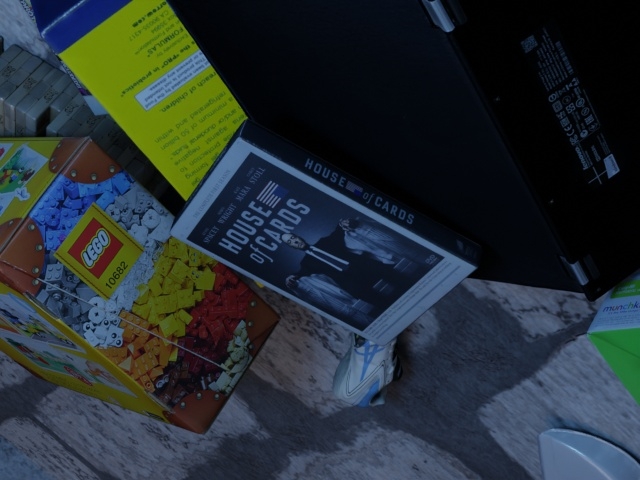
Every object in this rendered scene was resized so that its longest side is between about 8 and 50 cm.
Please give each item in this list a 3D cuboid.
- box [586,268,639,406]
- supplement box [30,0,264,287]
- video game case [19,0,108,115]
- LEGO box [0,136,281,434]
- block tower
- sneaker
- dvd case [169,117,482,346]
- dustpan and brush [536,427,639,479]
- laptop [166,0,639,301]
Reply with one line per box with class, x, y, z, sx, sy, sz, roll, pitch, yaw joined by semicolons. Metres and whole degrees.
box;0.401;0.027;1.063;0.262;0.231;0.126;-12;123;48
supplement box;-0.096;-0.164;1.204;0.356;0.195;0.194;51;-175;-36
video game case;-0.253;-0.256;1.477;0.210;0.042;0.232;0;132;40
LEGO box;-0.356;0.047;1.682;0.500;0.193;0.372;6;147;52
block tower;-0.352;-0.160;1.640;0.335;0.091;0.097;31;147;7
sneaker;0.076;0.142;1.645;0.086;0.085;0.237;9;142;-6
dvd case;0.000;0.000;1.120;0.239;0.029;0.179;28;143;-12
dustpan and brush;0.389;0.311;1.588;0.211;0.060;0.147;19;138;36
laptop;0.153;-0.154;1.039;0.382;0.408;0.236;54;-179;-40
